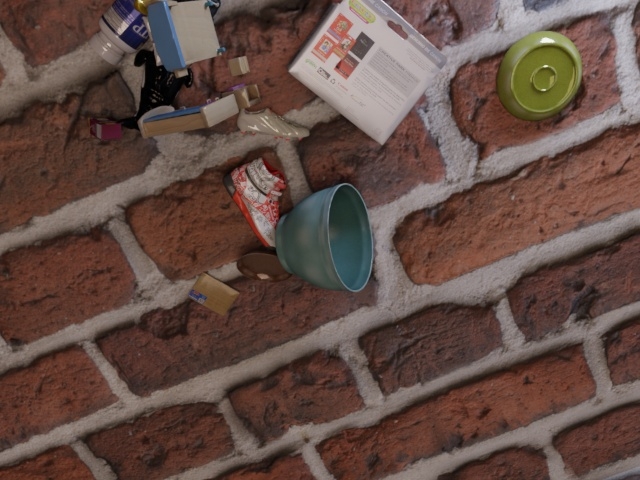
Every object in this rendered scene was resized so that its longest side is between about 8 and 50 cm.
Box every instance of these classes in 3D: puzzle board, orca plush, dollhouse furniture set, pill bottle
[{"bbox_3d":[-0.323,0.161,1.778,0.128,0.011,0.096,32,107,-16],"label":"puzzle board"},{"bbox_3d":[-0.423,-0.398,1.488,0.151,0.102,0.287,40,104,-18],"label":"orca plush"},{"bbox_3d":[-0.327,-0.433,1.407,0.198,0.286,0.303,-3,114,26],"label":"dollhouse furniture set"},{"bbox_3d":[-0.467,-0.522,1.429,0.187,0.112,0.112,-42,110,13],"label":"pill bottle"}]

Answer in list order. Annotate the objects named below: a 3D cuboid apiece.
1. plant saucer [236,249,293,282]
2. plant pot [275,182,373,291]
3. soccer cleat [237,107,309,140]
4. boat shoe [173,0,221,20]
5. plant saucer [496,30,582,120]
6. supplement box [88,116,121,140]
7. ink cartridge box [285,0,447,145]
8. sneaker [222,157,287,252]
[{"bbox_3d":[-0.158,0.071,1.707,0.169,0.029,0.168,4,148,2],"label":"plant saucer"},{"bbox_3d":[0.000,0.000,1.618,0.196,0.293,0.293,-6,116,27],"label":"plant pot"},{"bbox_3d":[-0.124,-0.313,1.572,0.196,0.068,0.076,7,108,-5],"label":"soccer cleat"},{"bbox_3d":[-0.356,-0.597,1.357,0.091,0.114,0.303,-51,151,12],"label":"boat shoe"},{"bbox_3d":[0.601,-0.440,1.598,0.241,0.037,0.240,-2,113,-5],"label":"plant saucer"},{"bbox_3d":[-0.558,-0.290,1.524,0.055,0.083,0.043,-13,119,-40],"label":"supplement box"},{"bbox_3d":[0.116,-0.449,1.501,0.309,0.130,0.271,35,104,-17],"label":"ink cartridge box"},{"bbox_3d":[-0.141,-0.100,1.643,0.145,0.090,0.270,-30,109,10],"label":"sneaker"}]
